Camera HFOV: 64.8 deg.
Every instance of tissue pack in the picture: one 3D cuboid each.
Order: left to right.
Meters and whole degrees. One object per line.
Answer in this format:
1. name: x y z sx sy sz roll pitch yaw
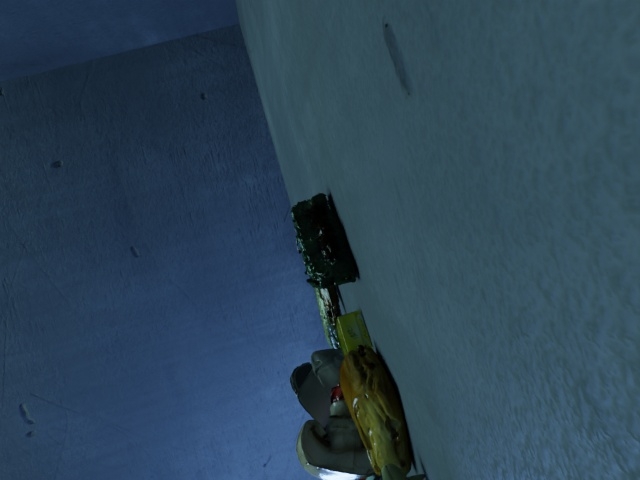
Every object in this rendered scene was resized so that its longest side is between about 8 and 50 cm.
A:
1. tissue pack: 0.079 0.239 1.252 0.176 0.062 0.095 92 162 -73

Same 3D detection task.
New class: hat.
1. hat: 0.032 0.471 1.618 0.232 0.161 0.275 51 -141 -8

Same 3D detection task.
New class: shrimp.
1. shrimp: 0.020 0.153 1.661 0.152 0.062 0.287 80 176 -68

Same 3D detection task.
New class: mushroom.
1. mushroom: 0.054 0.562 1.396 0.189 0.253 0.195 109 164 -51

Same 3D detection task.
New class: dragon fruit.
1. dragon fruit: 0.095 0.485 1.509 0.130 0.142 0.121 -64 12 0

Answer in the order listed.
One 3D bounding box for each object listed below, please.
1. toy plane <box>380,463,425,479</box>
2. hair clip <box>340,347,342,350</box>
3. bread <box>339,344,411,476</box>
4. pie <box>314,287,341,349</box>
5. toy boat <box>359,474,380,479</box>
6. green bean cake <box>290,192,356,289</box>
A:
1. toy plane: 0.173 0.518 0.889 0.229 0.092 0.244 80 174 -67
2. hair clip: 0.105 0.464 1.881 0.188 0.033 0.060 -116 8 -51
3. bread: 0.109 0.362 1.070 0.210 0.099 0.235 -116 11 -68
4. pie: 0.027 0.248 1.898 0.323 0.070 0.324 166 90 -89
5. toy boat: 0.192 0.816 1.455 0.133 0.145 0.332 0 109 61
6. green bean cake: 0.000 0.000 1.126 0.193 0.107 0.209 172 84 -86
